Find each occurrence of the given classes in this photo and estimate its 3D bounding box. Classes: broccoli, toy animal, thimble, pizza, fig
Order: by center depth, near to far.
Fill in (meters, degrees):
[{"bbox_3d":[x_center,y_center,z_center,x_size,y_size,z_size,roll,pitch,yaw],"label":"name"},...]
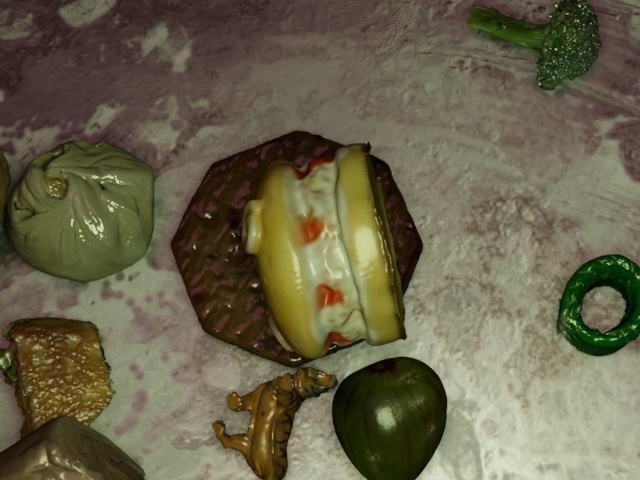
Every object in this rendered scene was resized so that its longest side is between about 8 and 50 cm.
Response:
[{"bbox_3d":[0.099,0.284,1.337,0.151,0.151,0.259,-10,98,3],"label":"fig"},{"bbox_3d":[-0.071,0.283,1.360,0.114,0.116,0.255,5,76,33],"label":"toy animal"},{"bbox_3d":[0.376,0.089,1.366,0.130,0.090,0.118,-32,72,-4],"label":"thimble"},{"bbox_3d":[-0.361,0.207,1.428,0.147,0.069,0.226,-15,72,-22],"label":"pizza"},{"bbox_3d":[0.310,-0.306,1.515,0.204,0.122,0.118,20,59,27],"label":"broccoli"}]

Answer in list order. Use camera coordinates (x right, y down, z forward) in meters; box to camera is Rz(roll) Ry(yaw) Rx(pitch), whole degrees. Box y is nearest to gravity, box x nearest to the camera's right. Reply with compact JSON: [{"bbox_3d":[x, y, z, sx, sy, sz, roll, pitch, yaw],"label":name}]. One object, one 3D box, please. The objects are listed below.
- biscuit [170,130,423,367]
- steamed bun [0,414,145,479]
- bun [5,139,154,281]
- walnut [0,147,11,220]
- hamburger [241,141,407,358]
[{"bbox_3d":[-0.033,0.007,1.461,0.359,0.046,0.359,-2,70,5],"label":"biscuit"},{"bbox_3d":[-0.308,0.376,1.294,0.251,0.199,0.301,-38,92,7],"label":"steamed bun"},{"bbox_3d":[-0.349,-0.054,1.478,0.231,0.133,0.231,-3,70,8],"label":"bun"},{"bbox_3d":[-0.547,-0.062,1.472,0.198,0.198,0.245,14,82,11],"label":"walnut"},{"bbox_3d":[0.000,0.000,1.311,0.186,0.261,0.302,-9,49,7],"label":"hamburger"}]
